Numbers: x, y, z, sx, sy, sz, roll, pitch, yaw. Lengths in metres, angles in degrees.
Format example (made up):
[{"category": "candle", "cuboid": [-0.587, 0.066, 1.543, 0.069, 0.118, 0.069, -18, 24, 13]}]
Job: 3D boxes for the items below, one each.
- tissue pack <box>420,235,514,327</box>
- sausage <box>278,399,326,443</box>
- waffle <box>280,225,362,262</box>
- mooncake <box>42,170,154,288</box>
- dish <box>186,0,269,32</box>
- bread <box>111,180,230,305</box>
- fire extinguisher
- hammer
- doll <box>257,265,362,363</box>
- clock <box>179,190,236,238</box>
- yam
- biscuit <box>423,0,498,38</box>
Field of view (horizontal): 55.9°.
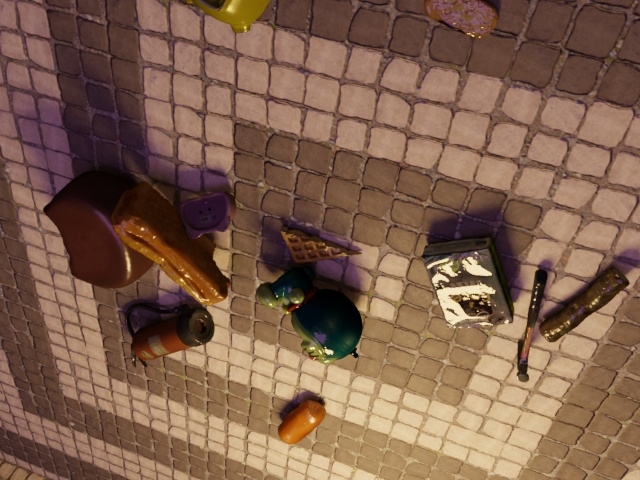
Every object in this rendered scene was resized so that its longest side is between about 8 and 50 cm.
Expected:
[{"category": "tissue pack", "cuboid": [0.362, 0.105, 1.474, 0.174, 0.073, 0.235, -8, 121, 29]}, {"category": "sausage", "cuboid": [-0.069, 0.613, 2.028, 0.098, 0.098, 0.238, 35, 129, -5]}, {"category": "waffle", "cuboid": [0.000, 0.000, 1.579, 0.191, 0.032, 0.125, -10, 118, 26]}, {"category": "mooncake", "cuboid": [-0.618, -0.022, 1.724, 0.334, 0.174, 0.326, -29, 107, 39]}, {"category": "dish", "cuboid": [-0.193, -0.540, 1.198, 0.221, 0.108, 0.262, 35, 130, -4]}, {"category": "bread", "cuboid": [-0.388, 0.014, 1.625, 0.109, 0.185, 0.380, -31, 122, 23]}, {"category": "fire extinguisher", "cuboid": [-0.519, 0.291, 1.983, 0.376, 0.113, 0.200, -23, 71, 33]}, {"category": "hammer", "cuboid": [0.516, 0.203, 1.478, 0.033, 0.111, 0.287, 8, 119, 13]}, {"category": "doll", "cuboid": [-0.012, 0.199, 1.629, 0.186, 0.198, 0.322, -43, 92, 1]}, {"category": "clock", "cuboid": [-0.292, -0.067, 1.595, 0.153, 0.050, 0.109, -13, 87, 21]}, {"category": "yam", "cuboid": [0.616, 0.154, 1.416, 0.061, 0.061, 0.252, 32, 130, -3]}, {"category": "biscuit", "cuboid": [0.265, -0.435, 1.144, 0.147, 0.018, 0.071, 26, 128, 4]}]
